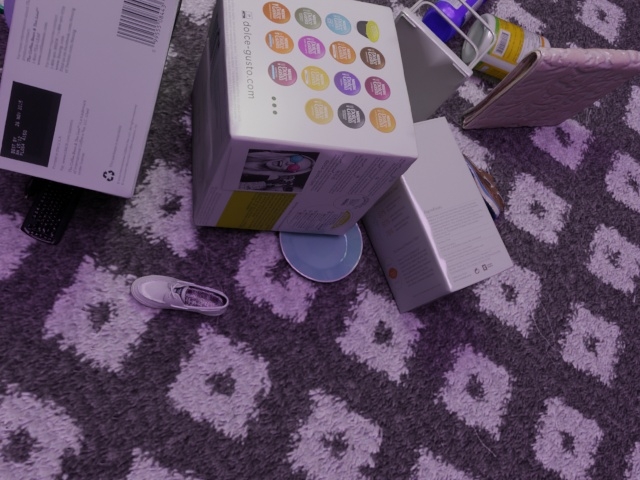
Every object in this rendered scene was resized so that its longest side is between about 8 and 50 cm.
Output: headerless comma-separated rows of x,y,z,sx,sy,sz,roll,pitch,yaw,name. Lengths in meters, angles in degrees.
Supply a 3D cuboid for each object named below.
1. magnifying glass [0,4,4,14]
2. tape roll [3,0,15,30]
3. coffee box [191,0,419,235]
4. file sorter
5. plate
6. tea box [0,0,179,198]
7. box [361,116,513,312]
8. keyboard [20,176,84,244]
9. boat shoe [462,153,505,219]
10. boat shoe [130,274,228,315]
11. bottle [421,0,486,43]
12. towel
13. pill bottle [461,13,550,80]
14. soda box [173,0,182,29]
-0.682,-0.508,1.243,0.231,0.026,0.092,9,70,-17,magnifying glass
-0.504,-0.443,1.209,0.189,0.080,0.189,0,96,1,tape roll
-0.053,-0.233,1.195,0.334,0.338,0.338,3,65,-20,coffee box
0.231,-0.405,1.410,0.193,0.277,0.173,43,62,-3,file sorter
0.000,0.000,1.328,0.188,0.024,0.188,6,71,-18,plate
-0.381,-0.282,1.044,0.220,0.323,0.329,13,105,-19,tea box
0.216,-0.049,1.319,0.168,0.215,0.345,-18,80,-25,box
-0.502,-0.094,1.165,0.100,0.038,0.192,20,66,-13,keyboard
0.379,-0.136,1.497,0.066,0.066,0.183,-37,97,-31,boat shoe
-0.262,0.104,1.172,0.184,0.063,0.066,20,67,-14,boat shoe
0.372,-0.627,1.624,0.092,0.118,0.283,42,64,-2,bottle
0.552,-0.362,1.493,0.332,0.317,0.053,-7,76,-23,towel
0.504,-0.480,1.614,0.245,0.136,0.136,17,67,-15,pill bottle
-0.346,-0.457,1.335,0.060,0.053,0.169,16,67,-14,soda box
